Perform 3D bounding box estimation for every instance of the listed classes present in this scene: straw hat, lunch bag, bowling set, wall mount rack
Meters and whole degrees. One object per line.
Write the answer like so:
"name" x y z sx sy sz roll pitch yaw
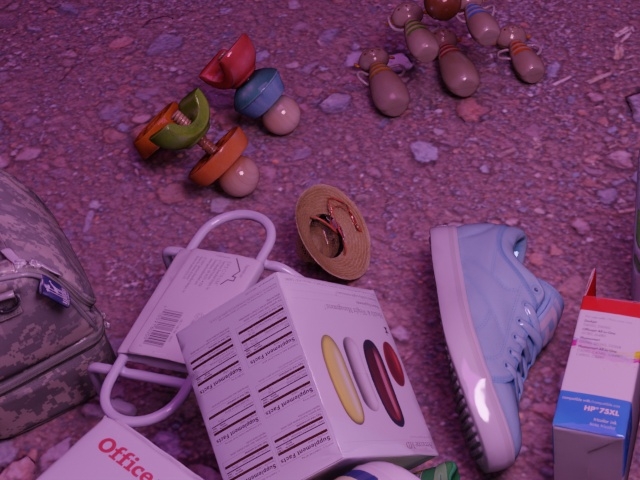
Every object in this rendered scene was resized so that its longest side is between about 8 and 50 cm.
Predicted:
"straw hat" 0.000 0.000 1.606 0.061 0.144 0.144 -31 31 37
"lunch bag" -0.403 0.056 1.498 0.212 0.256 0.305 -27 47 -15
"bowling set" 0.192 -0.323 1.806 0.287 0.200 0.154 -12 43 -6
"wall mount rack" -0.099 0.127 1.466 0.304 0.130 0.350 9 49 24

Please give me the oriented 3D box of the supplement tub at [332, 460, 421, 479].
"supplement tub" -0.023 0.369 1.099 0.324 0.235 0.235 -24 45 -22

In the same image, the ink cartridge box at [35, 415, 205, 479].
"ink cartridge box" -0.244 0.365 1.246 0.223 0.129 0.307 28 56 33

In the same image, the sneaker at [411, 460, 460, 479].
"sneaker" 0.176 0.325 1.216 0.123 0.109 0.295 -31 47 -14

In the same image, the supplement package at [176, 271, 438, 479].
"supplement package" -0.012 0.163 1.280 0.149 0.194 0.203 -32 67 27

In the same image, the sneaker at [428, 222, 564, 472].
"sneaker" 0.216 0.102 1.414 0.150 0.135 0.366 -10 45 6

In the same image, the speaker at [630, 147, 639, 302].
"speaker" 0.420 -0.013 1.369 0.131 0.297 0.131 -6 45 6

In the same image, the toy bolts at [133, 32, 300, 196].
"toy bolts" -0.141 -0.165 1.791 0.228 0.158 0.218 -53 16 -22

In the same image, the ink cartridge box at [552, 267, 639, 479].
"ink cartridge box" 0.316 0.157 1.337 0.078 0.134 0.231 8 48 20
